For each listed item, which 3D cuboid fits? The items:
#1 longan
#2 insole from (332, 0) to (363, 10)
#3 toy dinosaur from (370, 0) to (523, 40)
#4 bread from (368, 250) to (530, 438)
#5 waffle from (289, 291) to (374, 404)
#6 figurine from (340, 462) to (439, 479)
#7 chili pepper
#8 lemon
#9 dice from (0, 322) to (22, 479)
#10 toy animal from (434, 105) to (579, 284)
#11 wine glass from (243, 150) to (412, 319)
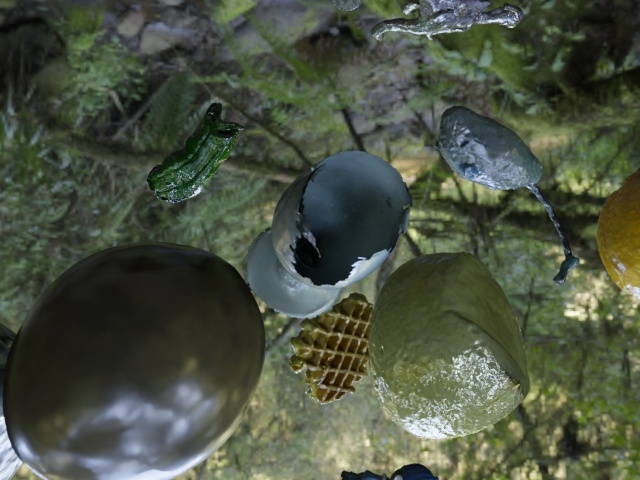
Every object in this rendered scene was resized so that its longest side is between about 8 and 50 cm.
[{"bbox_3d":[-0.132,0.090,0.550,0.204,0.159,0.185,-39,180,44],"label":"longan"},{"bbox_3d":[0.051,-0.370,0.969,0.065,0.193,0.006,27,-140,14],"label":"insole"},{"bbox_3d":[0.218,-0.395,1.365,0.294,0.077,0.162,-11,180,-38],"label":"toy dinosaur"},{"bbox_3d":[0.212,0.180,1.350,0.237,0.320,0.320,-17,167,20],"label":"bread"},{"bbox_3d":[0.028,0.227,1.587,0.056,0.253,0.249,25,-145,35],"label":"waffle"},{"bbox_3d":[0.098,0.347,1.124,0.136,0.079,0.077,11,148,22],"label":"figurine"},{"bbox_3d":[-0.206,-0.141,1.341,0.224,0.098,0.061,-37,159,31],"label":"chili pepper"},{"bbox_3d":[0.418,-0.008,0.990,0.142,0.187,0.142,-4,158,-1],"label":"lemon"},{"bbox_3d":[-0.369,0.155,0.725,0.181,0.183,0.182,37,178,9],"label":"dice"},{"bbox_3d":[0.222,-0.063,0.913,0.079,0.253,0.070,-41,-158,13],"label":"toy animal"},{"bbox_3d":[0.000,0.000,0.925,0.144,0.143,0.321,0,164,-12],"label":"wine glass"}]
